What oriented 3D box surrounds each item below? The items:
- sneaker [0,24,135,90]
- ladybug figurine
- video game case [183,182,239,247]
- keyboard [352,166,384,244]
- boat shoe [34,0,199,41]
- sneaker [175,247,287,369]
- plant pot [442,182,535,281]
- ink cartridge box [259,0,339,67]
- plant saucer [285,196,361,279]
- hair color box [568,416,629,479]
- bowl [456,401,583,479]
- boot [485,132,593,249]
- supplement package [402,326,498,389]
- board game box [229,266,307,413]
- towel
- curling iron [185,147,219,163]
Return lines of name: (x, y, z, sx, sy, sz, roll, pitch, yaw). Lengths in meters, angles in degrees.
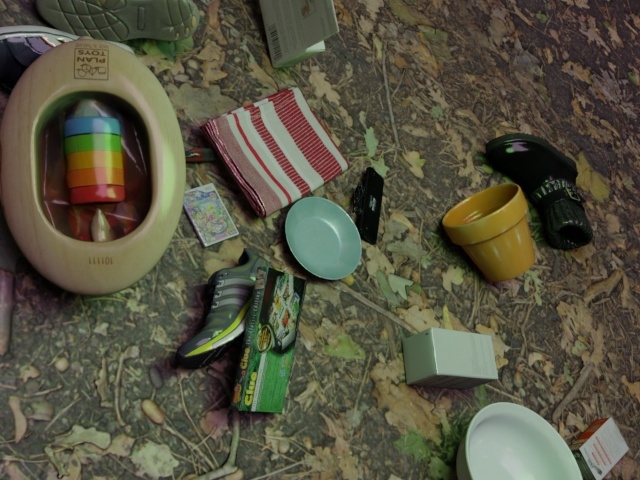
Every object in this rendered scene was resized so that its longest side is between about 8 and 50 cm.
sneaker: (-0.480, -0.310, 1.406, 0.321, 0.126, 0.127, -5, 65, -38)
ladybug figurine: (-0.390, -0.126, 1.307, 0.305, 0.162, 0.449, 0, 83, -14)
video game case: (-0.227, -0.052, 1.528, 0.087, 0.011, 0.122, -23, 81, -40)
keyboard: (0.104, -0.088, 1.771, 0.100, 0.038, 0.192, 43, 45, -41)
boat shoe: (-0.418, -0.478, 1.557, 0.325, 0.123, 0.116, 2, 32, -25)
sneaker: (-0.181, 0.127, 1.423, 0.121, 0.111, 0.300, 42, 44, 2)
plant pot: (0.432, -0.009, 1.857, 0.205, 0.205, 0.187, -42, 109, -40)
ink cartridge box: (-0.045, -0.571, 1.706, 0.066, 0.261, 0.296, -13, 92, -38)
plant saucer: (0.000, 0.000, 1.642, 0.195, 0.037, 0.194, 16, 59, -28)
hair color box: (0.674, 0.513, 1.843, 0.167, 0.053, 0.093, -23, 83, -41)
bowl: (0.393, 0.501, 1.583, 0.298, 0.134, 0.297, 18, 47, -21)
boot: (0.605, -0.133, 2.068, 0.348, 0.131, 0.260, 17, 59, -28)
supplement package: (0.284, 0.262, 1.663, 0.179, 0.105, 0.105, 12, 62, -31)
board game box: (-0.093, 0.187, 1.398, 0.136, 0.030, 0.259, 26, 72, -57)
towel: (-0.086, -0.205, 1.665, 0.329, 0.037, 0.237, -34, 90, -47)
curling iron: (-0.249, -0.161, 1.556, 0.274, 0.035, 0.068, -22, 102, -45)
